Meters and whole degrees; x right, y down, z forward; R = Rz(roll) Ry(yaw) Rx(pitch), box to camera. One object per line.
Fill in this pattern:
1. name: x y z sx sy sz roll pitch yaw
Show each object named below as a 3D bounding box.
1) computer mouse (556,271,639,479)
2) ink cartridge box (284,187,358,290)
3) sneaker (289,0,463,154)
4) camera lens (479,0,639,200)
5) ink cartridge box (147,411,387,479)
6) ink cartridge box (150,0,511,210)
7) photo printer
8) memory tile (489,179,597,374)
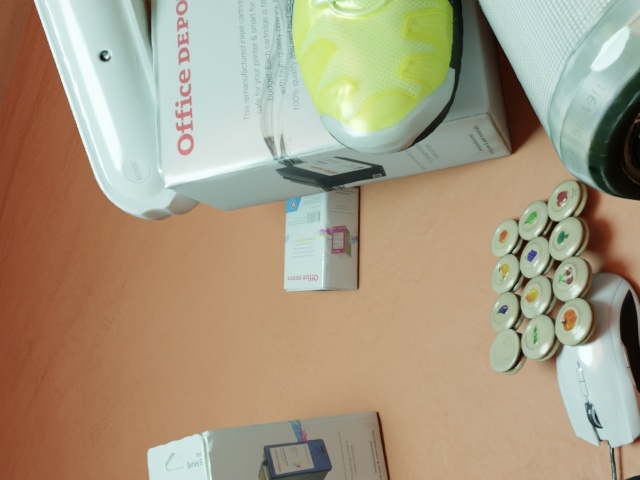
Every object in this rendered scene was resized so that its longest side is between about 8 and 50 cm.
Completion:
1. computer mouse: 0.210 0.120 0.586 0.106 0.042 0.193 -17 72 56
2. ink cartridge box: 0.000 0.000 0.911 0.088 0.052 0.123 -7 79 56
3. sneaker: 0.024 -0.254 0.585 0.145 0.147 0.385 -8 76 19
4. camera lens: 0.209 -0.179 0.467 0.219 0.219 0.274 -48 48 42
5. ink cartridge box: -0.058 0.248 0.821 0.154 0.212 0.093 -32 60 50
6. ink cartridge box: 0.006 -0.169 0.727 0.307 0.129 0.223 -10 76 21
7. photo printer: -0.203 -0.176 0.848 0.256 0.107 0.308 -91 -15 -77
8. memory tile: 0.178 0.030 0.631 0.113 0.012 0.148 -41 36 51
